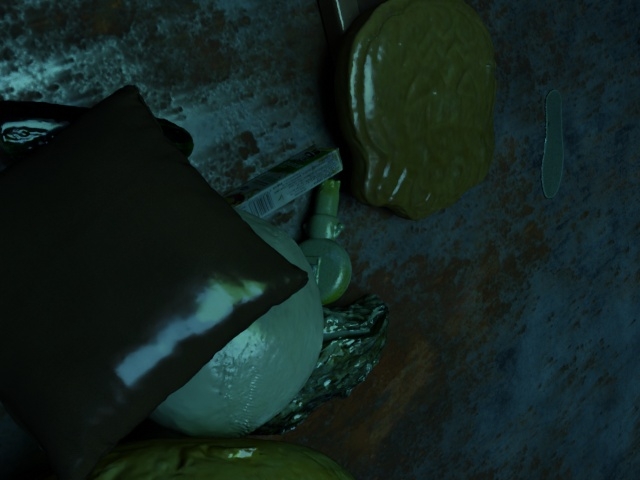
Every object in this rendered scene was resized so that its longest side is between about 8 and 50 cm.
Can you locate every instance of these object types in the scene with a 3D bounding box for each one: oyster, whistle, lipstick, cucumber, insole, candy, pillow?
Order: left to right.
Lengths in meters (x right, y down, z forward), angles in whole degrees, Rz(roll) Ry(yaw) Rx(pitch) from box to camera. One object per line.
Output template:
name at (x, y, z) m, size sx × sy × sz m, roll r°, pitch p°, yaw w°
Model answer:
cucumber at (-0.259, -0.120, 0.733) m, size 0.242 × 0.074 × 0.074 m, roll -2°, pitch 100°, yaw -37°
pillow at (-0.216, 0.027, 0.617) m, size 0.305 × 0.108 × 0.308 m, roll -41°, pitch 81°, yaw -16°
candy at (-0.126, 0.091, 0.752) m, size 0.296 × 0.185 × 0.295 m, roll 2°, pitch 69°, yaw -5°
oyster at (-0.009, 0.176, 0.945) m, size 0.351 × 0.162 × 0.158 m, roll -31°, pitch 77°, yaw -37°
whistle at (0.000, 0.000, 0.939) m, size 0.057 × 0.104 × 0.198 m, roll 28°, pitch 67°, yaw -62°
lipstick at (0.033, -0.325, 0.929) m, size 0.045 × 0.045 × 0.145 m, roll -27°, pitch 115°, yaw -28°
insole at (0.497, -0.204, 1.324) m, size 0.080 × 0.003 × 0.231 m, roll -12°, pitch 105°, yaw -35°

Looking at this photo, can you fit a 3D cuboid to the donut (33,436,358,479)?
donut at (-0.149, 0.349, 0.712) m, size 0.449 × 0.449 × 0.198 m, roll 18°, pitch 54°, yaw -38°

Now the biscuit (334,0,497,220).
biscuit at (0.177, -0.217, 1.013) m, size 0.385 × 0.062 × 0.364 m, roll -21°, pitch 115°, yaw -40°

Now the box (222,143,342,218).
box at (-0.059, -0.079, 0.903) m, size 0.207 × 0.050 × 0.041 m, roll -34°, pitch 121°, yaw -27°
